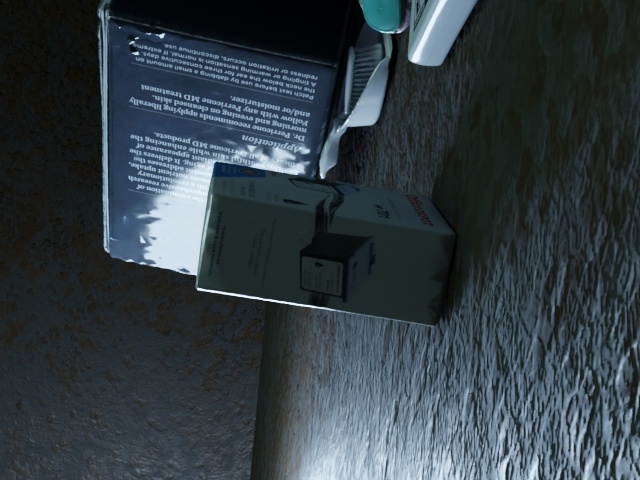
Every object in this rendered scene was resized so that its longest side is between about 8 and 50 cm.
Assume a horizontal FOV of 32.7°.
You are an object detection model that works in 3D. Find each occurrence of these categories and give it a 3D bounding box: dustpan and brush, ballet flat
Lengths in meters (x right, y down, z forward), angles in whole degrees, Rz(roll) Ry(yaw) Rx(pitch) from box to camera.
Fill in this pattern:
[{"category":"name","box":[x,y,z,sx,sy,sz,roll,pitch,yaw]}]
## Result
[{"category":"dustpan and brush","box":[0.038,-0.164,1.318,0.147,0.060,0.211,-93,9,-56]},{"category":"ballet flat","box":[0.062,-0.294,1.005,0.079,0.077,0.221,-56,-30,-30]}]

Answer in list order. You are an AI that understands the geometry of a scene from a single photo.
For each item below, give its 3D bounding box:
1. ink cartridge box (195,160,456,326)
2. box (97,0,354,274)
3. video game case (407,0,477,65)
[{"category":"ink cartridge box","box":[0.000,0.000,0.880,0.139,0.191,0.082,-107,26,-75]},{"category":"box","box":[-0.114,-0.268,1.559,0.472,0.297,0.480,106,176,-52]},{"category":"video game case","box":[0.123,-0.334,0.827,0.329,0.036,0.300,115,161,-74]}]
